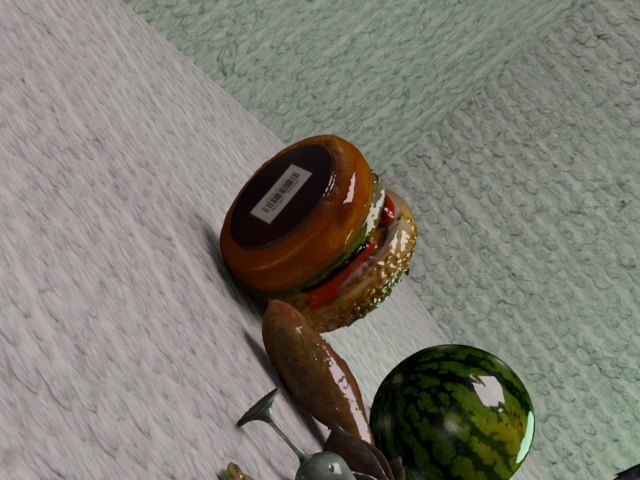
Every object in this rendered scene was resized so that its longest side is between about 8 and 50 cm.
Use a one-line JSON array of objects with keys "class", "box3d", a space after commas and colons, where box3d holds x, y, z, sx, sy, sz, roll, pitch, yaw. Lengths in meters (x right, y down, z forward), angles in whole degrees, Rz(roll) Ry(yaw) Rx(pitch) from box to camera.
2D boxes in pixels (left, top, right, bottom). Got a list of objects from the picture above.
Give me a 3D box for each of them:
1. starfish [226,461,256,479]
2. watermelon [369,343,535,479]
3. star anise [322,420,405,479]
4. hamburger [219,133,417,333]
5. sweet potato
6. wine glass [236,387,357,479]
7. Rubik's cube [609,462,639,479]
[{"class": "starfish", "box3d": [-0.060, 0.336, 1.488, 0.277, 0.062, 0.236, 42, 6, -24]}, {"class": "watermelon", "box3d": [0.224, 0.315, 2.231, 0.285, 0.285, 0.285, 49, 8, -10]}, {"class": "star anise", "box3d": [0.106, 0.392, 1.869, 0.257, 0.110, 0.198, 36, 31, -14]}, {"class": "hamburger", "box3d": [0.000, 0.000, 2.306, 0.250, 0.330, 0.330, 44, 10, -33]}, {"class": "sweet potato", "box3d": [0.016, 0.253, 2.045, 0.385, 0.109, 0.109, 58, 10, 21]}, {"class": "wine glass", "box3d": [-0.020, 0.293, 1.742, 0.195, 0.079, 0.079, 49, 8, -3]}, {"class": "Rubik's cube", "box3d": [0.409, 0.527, 1.768, 0.362, 0.363, 0.359, 60, 7, -69]}]
